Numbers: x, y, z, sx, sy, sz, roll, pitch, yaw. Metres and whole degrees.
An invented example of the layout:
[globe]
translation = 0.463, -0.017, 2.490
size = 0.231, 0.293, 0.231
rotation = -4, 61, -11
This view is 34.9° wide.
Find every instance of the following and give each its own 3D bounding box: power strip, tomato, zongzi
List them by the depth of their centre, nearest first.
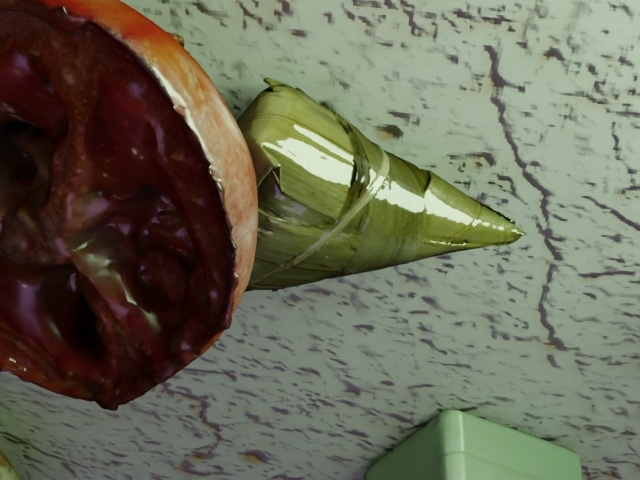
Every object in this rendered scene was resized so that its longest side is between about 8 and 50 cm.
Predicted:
[tomato]
translation = -0.128, -0.030, 0.518
size = 0.228, 0.101, 0.227
rotation = 10, 119, 18
[zongzi]
translation = 0.000, 0.000, 0.594
size = 0.176, 0.078, 0.160
rotation = 23, 141, -27
[power strip]
translation = 0.120, 0.268, 0.780
size = 0.140, 0.224, 0.139
rotation = 23, 136, -21

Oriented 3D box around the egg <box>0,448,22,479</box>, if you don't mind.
[egg]
translation = -0.321, 0.236, 0.799
size = 0.195, 0.195, 0.233
rotation = 1, 137, 2
